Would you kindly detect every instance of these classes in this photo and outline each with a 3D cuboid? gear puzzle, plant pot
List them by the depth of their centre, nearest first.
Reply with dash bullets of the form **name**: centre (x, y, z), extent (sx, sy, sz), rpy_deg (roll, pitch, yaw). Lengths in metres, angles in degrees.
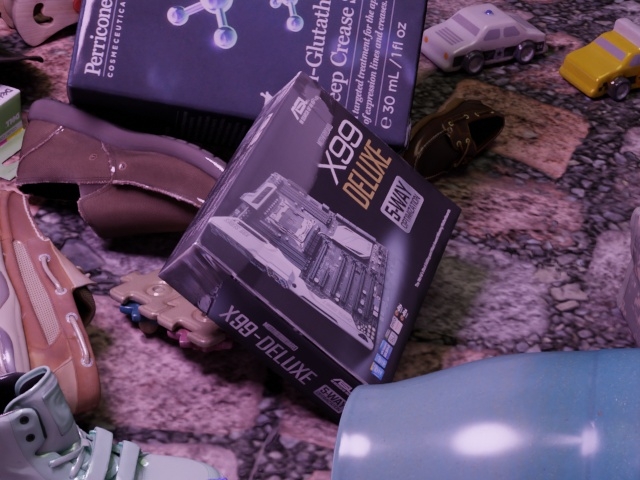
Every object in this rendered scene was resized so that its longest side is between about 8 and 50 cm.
- **plant pot**: centre (0.146, 0.214, 1.134), extent (0.255, 0.272, 0.272), rpy_deg (2, 34, 13)
- **gear puzzle**: centre (-0.059, 0.041, 1.524), extent (0.175, 0.044, 0.339), rpy_deg (23, 34, 38)

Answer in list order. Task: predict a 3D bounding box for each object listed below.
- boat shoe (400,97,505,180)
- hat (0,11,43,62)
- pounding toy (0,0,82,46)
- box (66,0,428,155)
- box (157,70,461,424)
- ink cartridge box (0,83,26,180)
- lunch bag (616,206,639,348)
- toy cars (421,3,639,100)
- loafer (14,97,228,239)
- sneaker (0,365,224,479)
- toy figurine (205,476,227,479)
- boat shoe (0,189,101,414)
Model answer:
- **boat shoe**: centre (0.169, -0.129, 1.766), extent (0.073, 0.073, 0.207), rpy_deg (22, 38, 24)
- **hat**: centre (-0.511, -0.300, 1.769), extent (0.331, 0.134, 0.331), rpy_deg (8, 11, -2)
- **pounding toy**: centre (-0.355, -0.340, 1.941), extent (0.269, 0.154, 0.155), rpy_deg (1, 31, -41)
- **box**: centre (-0.081, -0.267, 1.651), extent (0.395, 0.294, 0.212), rpy_deg (9, -7, -6)
- **box**: centre (0.000, 0.000, 1.426), extent (0.242, 0.076, 0.307), rpy_deg (41, 43, -12)
- **ink cartridge box**: centre (-0.445, -0.154, 1.720), extent (0.209, 0.062, 0.109), rpy_deg (19, 36, 17)
- **lunch bag**: centre (0.487, 0.075, 1.446), extent (0.287, 0.169, 0.235), rpy_deg (-5, 36, -7)
- **toy cars**: centre (0.344, -0.291, 2.008), extent (0.393, 0.087, 0.176), rpy_deg (11, 35, 7)
- **loafer**: centre (-0.202, -0.051, 1.573), extent (0.366, 0.134, 0.130), rpy_deg (20, 81, 32)
- **sneaker**: centre (-0.203, 0.186, 1.202), extent (0.255, 0.151, 0.094), rpy_deg (3, 34, -7)
- **toy figurine**: centre (-0.039, 0.295, 1.015), extent (0.191, 0.217, 0.362), rpy_deg (-20, 42, -31)
- **boat shoe**: centre (-0.288, 0.068, 1.398), extent (0.116, 0.123, 0.324), rpy_deg (1, 41, -19)
